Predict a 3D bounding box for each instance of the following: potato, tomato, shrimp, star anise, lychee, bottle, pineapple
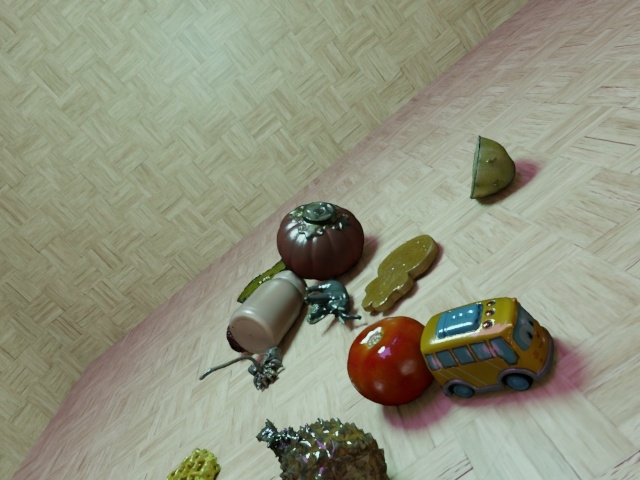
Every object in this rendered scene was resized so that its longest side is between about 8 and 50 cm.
[{"bbox_3d":[0.489,-0.203,1.397,0.117,0.182,0.202,5,13,15],"label":"potato"},{"bbox_3d":[0.146,0.241,0.991,0.195,0.136,0.195,-38,14,11],"label":"tomato"},{"bbox_3d":[0.015,0.200,1.581,0.091,0.034,0.161,4,52,51],"label":"shrimp"},{"bbox_3d":[-0.227,0.354,1.417,0.148,0.227,0.219,-18,38,38],"label":"star anise"},{"bbox_3d":[-0.263,0.330,1.713,0.128,0.124,0.123,7,40,22],"label":"lychee"},{"bbox_3d":[-0.162,0.233,1.650,0.297,0.173,0.207,-51,-10,-50],"label":"bottle"},{"bbox_3d":[-0.012,0.409,0.918,0.175,0.175,0.361,-49,5,-25],"label":"pineapple"}]

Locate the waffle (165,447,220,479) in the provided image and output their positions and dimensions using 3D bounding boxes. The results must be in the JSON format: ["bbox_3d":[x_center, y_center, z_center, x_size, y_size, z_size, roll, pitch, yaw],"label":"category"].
[{"bbox_3d":[-0.356,0.630,1.249,0.229,0.057,0.219,-32,18,29],"label":"waffle"}]

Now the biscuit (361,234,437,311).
[{"bbox_3d":[0.220,0.091,1.374,0.202,0.044,0.289,-19,29,53],"label":"biscuit"}]

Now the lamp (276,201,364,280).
[{"bbox_3d":[0.000,0.000,1.693,0.302,0.257,0.303,-1,40,1],"label":"lamp"}]

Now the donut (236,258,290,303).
[{"bbox_3d":[-0.188,0.178,1.914,0.272,0.107,0.272,-39,11,9],"label":"donut"}]

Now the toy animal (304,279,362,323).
[{"bbox_3d":[0.026,0.185,1.439,0.137,0.082,0.269,-11,15,-6],"label":"toy animal"}]

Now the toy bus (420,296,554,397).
[{"bbox_3d":[0.277,0.178,0.859,0.209,0.136,0.126,-25,23,39],"label":"toy bus"}]
